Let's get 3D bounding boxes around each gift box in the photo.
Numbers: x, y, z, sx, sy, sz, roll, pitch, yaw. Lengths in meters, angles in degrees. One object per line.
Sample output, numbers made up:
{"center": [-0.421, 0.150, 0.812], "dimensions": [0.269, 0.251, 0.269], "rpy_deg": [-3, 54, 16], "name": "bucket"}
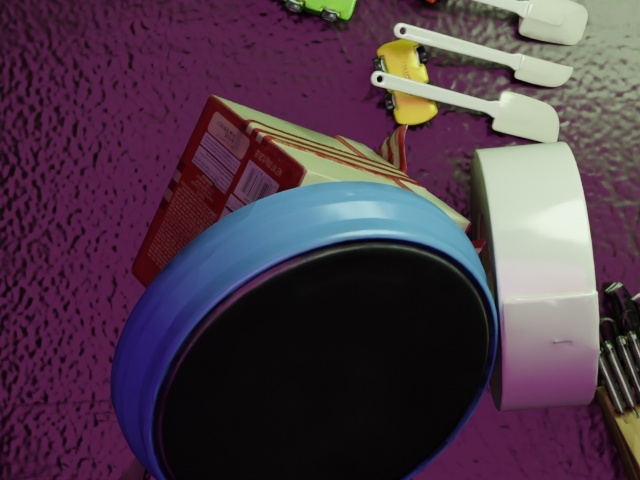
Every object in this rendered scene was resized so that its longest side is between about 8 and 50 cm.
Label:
{"center": [0.000, 0.000, 1.635], "dimensions": [0.258, 0.255, 0.276], "rpy_deg": [18, 109, -38], "name": "gift box"}

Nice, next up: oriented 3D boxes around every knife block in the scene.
{"center": [0.368, 0.192, 1.767], "dimensions": [0.088, 0.242, 0.276], "rpy_deg": [-21, 134, 2], "name": "knife block"}

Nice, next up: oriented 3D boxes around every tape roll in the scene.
{"center": [0.224, 0.039, 1.659], "dimensions": [0.100, 0.286, 0.286], "rpy_deg": [-4, 90, 1], "name": "tape roll"}

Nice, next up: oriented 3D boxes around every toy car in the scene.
{"center": [0.057, -0.267, 1.779], "dimensions": [0.225, 0.053, 0.239], "rpy_deg": [18, 90, 2], "name": "toy car"}

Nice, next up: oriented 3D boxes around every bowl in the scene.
{"center": [-0.005, 0.125, 1.512], "dimensions": [0.391, 0.077, 0.391], "rpy_deg": [-14, 129, -17], "name": "bowl"}

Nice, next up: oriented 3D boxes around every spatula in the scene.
{"center": [0.181, -0.215, 1.755], "dimensions": [0.242, 0.019, 0.168], "rpy_deg": [13, 96, -20], "name": "spatula"}

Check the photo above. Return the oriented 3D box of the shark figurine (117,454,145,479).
{"center": [-0.127, 0.354, 1.779], "dimensions": [0.116, 0.166, 0.278], "rpy_deg": [-36, 70, -24], "name": "shark figurine"}
